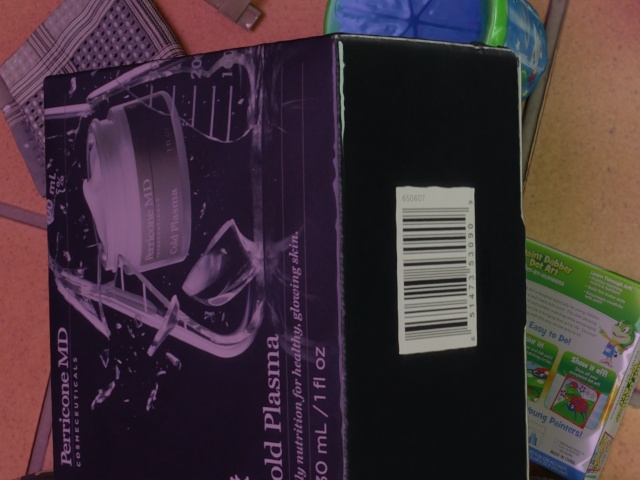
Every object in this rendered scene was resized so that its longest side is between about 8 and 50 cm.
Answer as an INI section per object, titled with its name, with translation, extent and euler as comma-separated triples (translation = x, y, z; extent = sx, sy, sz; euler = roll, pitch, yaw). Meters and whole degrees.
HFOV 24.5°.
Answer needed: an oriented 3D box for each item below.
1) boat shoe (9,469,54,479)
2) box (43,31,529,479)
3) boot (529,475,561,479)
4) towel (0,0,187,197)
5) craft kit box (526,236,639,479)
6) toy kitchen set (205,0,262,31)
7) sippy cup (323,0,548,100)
[boat shoe]
translation = -0.447, 0.392, 2.184
extent = 0.228, 0.068, 0.081
euler = -18, 115, 34
[box]
translation = -0.047, 0.040, 1.608
extent = 0.472, 0.297, 0.479
euler = -1, 91, 46
[boot]
translation = 0.283, 0.391, 1.655
extent = 0.338, 0.118, 0.222
euler = 1, 66, 34
[towel]
translation = -0.349, -0.231, 2.201
extent = 0.324, 0.056, 0.312
euler = -43, 64, 22
[craft kit box]
translation = 0.260, 0.132, 1.775
extent = 0.250, 0.061, 0.246
euler = 25, 100, 32
[toy kitchen set]
translation = -0.114, -0.354, 2.082
extent = 0.083, 0.075, 0.068
euler = 35, 111, -11
[sippy cup]
translation = 0.158, -0.244, 1.782
extent = 0.240, 0.224, 0.305
euler = 23, 97, 33
